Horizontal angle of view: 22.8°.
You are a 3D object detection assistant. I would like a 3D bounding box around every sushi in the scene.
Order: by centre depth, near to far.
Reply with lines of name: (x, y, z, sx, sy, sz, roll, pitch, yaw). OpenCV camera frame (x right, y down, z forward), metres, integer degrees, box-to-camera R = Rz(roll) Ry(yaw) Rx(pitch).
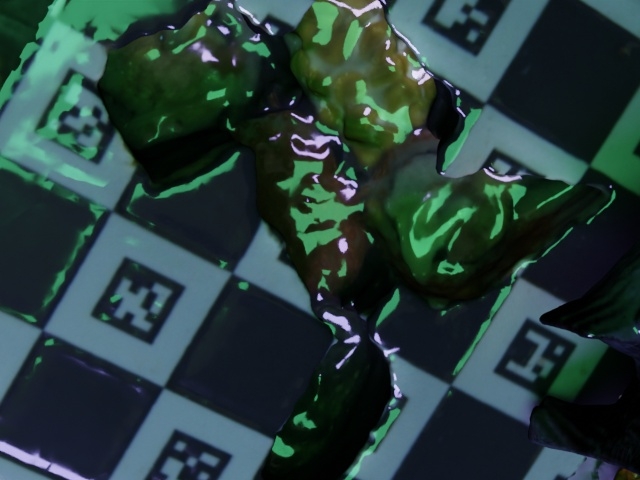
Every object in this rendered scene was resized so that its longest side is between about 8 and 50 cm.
sushi: (0.000, 0.000, 0.752, 0.343, 0.064, 0.359, 28, 98, -22)

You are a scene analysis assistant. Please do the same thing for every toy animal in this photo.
toy animal: (0.167, 0.007, 0.726, 0.117, 0.121, 0.210, 22, 86, -16)

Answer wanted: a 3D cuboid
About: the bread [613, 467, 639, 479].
bread: (0.197, 0.085, 0.801, 0.052, 0.044, 0.157, 26, 103, -3)
